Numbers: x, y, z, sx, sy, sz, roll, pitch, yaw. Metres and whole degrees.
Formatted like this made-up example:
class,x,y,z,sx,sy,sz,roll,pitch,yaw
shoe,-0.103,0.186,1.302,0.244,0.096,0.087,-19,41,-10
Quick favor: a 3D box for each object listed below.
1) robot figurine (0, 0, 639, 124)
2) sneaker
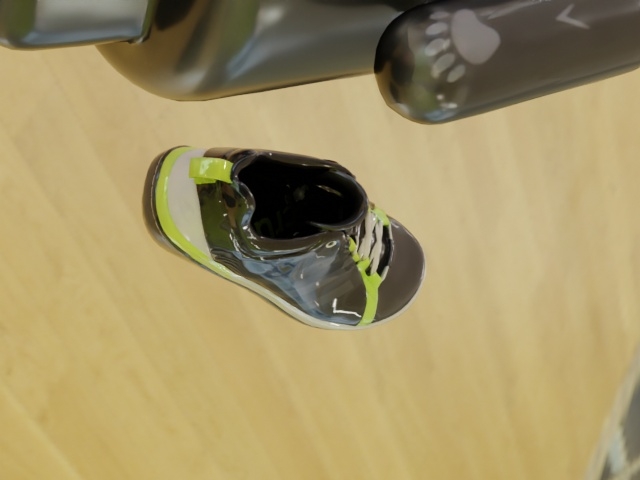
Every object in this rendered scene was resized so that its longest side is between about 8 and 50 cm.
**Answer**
class,x,y,z,sx,sy,sz,roll,pitch,yaw
robot figurine,0.006,-0.139,0.515,0.278,0.173,0.209,-14,94,-30
sneaker,0.000,0.000,0.887,0.234,0.097,0.084,17,70,-44
